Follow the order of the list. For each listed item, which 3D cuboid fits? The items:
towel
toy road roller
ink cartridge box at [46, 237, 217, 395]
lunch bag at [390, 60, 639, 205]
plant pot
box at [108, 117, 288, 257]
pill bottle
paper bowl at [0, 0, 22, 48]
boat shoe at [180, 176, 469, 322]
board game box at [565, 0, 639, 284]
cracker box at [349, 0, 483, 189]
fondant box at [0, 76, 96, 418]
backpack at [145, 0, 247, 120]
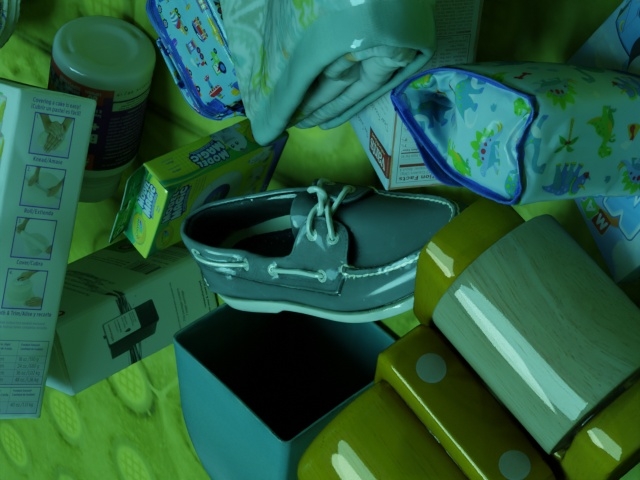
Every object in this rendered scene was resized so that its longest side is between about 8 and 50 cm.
[{"bbox_3d":[-0.014,-0.250,0.968,0.374,0.090,0.321,159,103,-76],"label":"towel"},{"bbox_3d":[0.112,0.144,1.034,0.202,0.240,0.329,49,165,18],"label":"toy road roller"},{"bbox_3d":[-0.242,0.078,1.501,0.153,0.208,0.087,12,120,47],"label":"ink cartridge box"},{"bbox_3d":[0.139,-0.082,0.936,0.151,0.128,0.096,36,123,50],"label":"lunch bag"},{"bbox_3d":[-0.035,0.180,1.364,0.165,0.165,0.234,39,144,29],"label":"plant pot"},{"bbox_3d":[-0.119,-0.051,1.300,0.043,0.179,0.105,48,141,20],"label":"box"},{"bbox_3d":[-0.243,-0.136,1.459,0.108,0.108,0.193,44,140,24],"label":"pill bottle"},{"bbox_3d":[-0.432,-0.343,1.529,0.284,0.148,0.284,29,131,39],"label":"paper bowl"},{"bbox_3d":[0.000,0.000,1.200,0.319,0.116,0.099,-6,137,43],"label":"boat shoe"},{"bbox_3d":[0.241,-0.088,0.931,0.211,0.039,0.160,-51,55,52],"label":"board game box"},{"bbox_3d":[0.067,-0.177,1.041,0.156,0.067,0.232,-114,23,-52],"label":"cracker box"},{"bbox_3d":[-0.358,-0.005,1.401,0.238,0.096,0.330,17,99,47],"label":"fondant box"},{"bbox_3d":[-0.088,-0.182,1.238,0.173,0.117,0.158,-21,94,56],"label":"backpack"}]
